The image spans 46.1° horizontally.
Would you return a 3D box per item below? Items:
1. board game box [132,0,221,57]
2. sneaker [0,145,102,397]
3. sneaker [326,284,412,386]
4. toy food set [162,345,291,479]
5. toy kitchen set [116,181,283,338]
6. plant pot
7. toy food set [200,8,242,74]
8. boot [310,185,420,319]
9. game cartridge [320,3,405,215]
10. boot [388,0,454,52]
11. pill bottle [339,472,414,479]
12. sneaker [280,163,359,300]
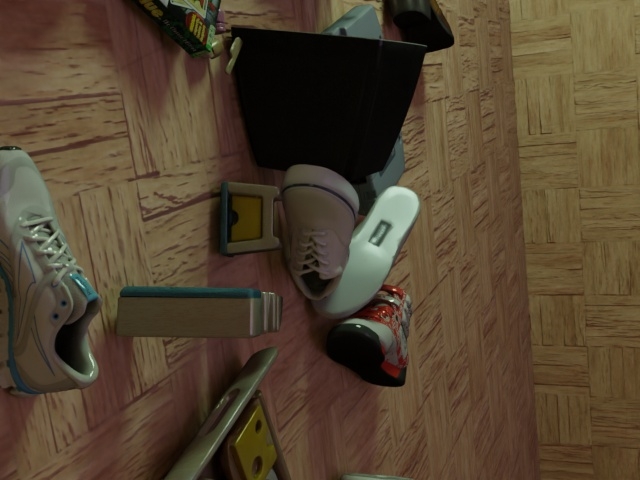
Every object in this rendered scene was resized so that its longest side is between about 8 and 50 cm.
[{"bbox_3d":[-0.137,-0.331,0.757,0.136,0.030,0.259,36,54,-51],"label":"board game box"},{"bbox_3d":[-0.199,0.023,0.553,0.071,0.083,0.190,-29,113,-62],"label":"sneaker"},{"bbox_3d":[0.079,0.126,1.160,0.270,0.090,0.144,51,42,-59],"label":"sneaker"},{"bbox_3d":[-0.060,0.301,0.831,0.219,0.093,0.306,-55,137,-53],"label":"toy food set"},{"bbox_3d":[-0.110,0.012,0.756,0.207,0.122,0.166,52,38,-83],"label":"toy kitchen set"},{"bbox_3d":[0.008,-0.169,0.929,0.187,0.188,0.166,-26,125,-64],"label":"plant pot"},{"bbox_3d":[-0.130,-0.238,0.804,0.122,0.019,0.077,52,42,-42],"label":"toy food set"},{"bbox_3d":[0.068,0.039,1.137,0.258,0.095,0.123,-50,164,-30],"label":"boot"},{"bbox_3d":[0.072,-0.214,1.211,0.198,0.062,0.297,-60,141,-56],"label":"game cartridge"},{"bbox_3d":[0.183,-0.528,1.479,0.264,0.096,0.280,12,70,-58],"label":"boot"},{"bbox_3d":[0.078,0.453,1.099,0.117,0.118,0.208,32,59,-62],"label":"pill bottle"},{"bbox_3d":[0.000,0.000,0.933,0.258,0.094,0.091,74,24,-63],"label":"sneaker"}]
